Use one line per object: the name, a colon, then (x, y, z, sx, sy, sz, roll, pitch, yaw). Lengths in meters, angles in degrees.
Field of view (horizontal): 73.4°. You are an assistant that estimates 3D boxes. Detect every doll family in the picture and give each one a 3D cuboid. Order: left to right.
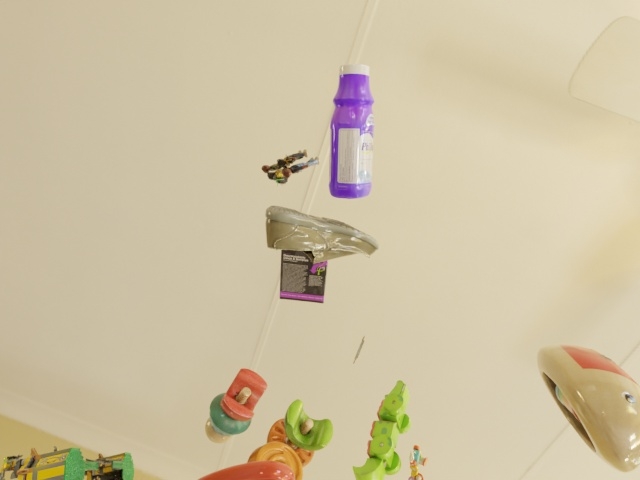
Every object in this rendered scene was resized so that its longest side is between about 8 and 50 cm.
doll family: (-0.090, -0.197, 1.162, 0.193, 0.111, 0.076, -18, -86, 56)

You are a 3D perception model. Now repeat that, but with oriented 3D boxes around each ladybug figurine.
ladybug figurine: (0.721, 0.409, 1.131, 0.162, 0.449, 0.305, -29, -94, 10)

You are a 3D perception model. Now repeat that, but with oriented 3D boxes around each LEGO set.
LEGO set: (-0.438, 0.462, 0.674, 0.192, 0.331, 0.255, -10, -110, -8)

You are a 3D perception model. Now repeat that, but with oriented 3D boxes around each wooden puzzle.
wooden puzzle: (0.107, 0.299, 1.174, 0.006, 0.083, 0.049, 23, -20, 7)

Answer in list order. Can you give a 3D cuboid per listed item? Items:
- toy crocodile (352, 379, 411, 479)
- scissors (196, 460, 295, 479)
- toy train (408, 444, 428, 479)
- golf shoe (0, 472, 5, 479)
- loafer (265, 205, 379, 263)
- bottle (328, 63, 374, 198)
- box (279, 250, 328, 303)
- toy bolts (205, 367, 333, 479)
toy crocodile: (0.199, 0.576, 1.298, 0.105, 0.340, 0.115, -2, -53, 30)
scissors: (-0.150, 0.270, 0.419, 0.297, 0.021, 0.109, -20, -51, 13)
toy train: (0.279, 0.692, 1.251, 0.046, 0.125, 0.166, 8, -91, 21)
golf shoe: (-0.451, 0.391, 0.454, 0.120, 0.273, 0.105, 7, -36, 2)
loafer: (0.000, 0.000, 0.844, 0.251, 0.094, 0.087, 14, -81, -25)
bottle: (0.071, -0.238, 0.955, 0.092, 0.118, 0.282, 6, -77, 21)
box: (-0.041, 0.083, 1.069, 0.116, 0.029, 0.162, 6, -56, 1)
toy bolts: (-0.127, 0.388, 0.812, 0.228, 0.218, 0.158, 36, -61, 3)
